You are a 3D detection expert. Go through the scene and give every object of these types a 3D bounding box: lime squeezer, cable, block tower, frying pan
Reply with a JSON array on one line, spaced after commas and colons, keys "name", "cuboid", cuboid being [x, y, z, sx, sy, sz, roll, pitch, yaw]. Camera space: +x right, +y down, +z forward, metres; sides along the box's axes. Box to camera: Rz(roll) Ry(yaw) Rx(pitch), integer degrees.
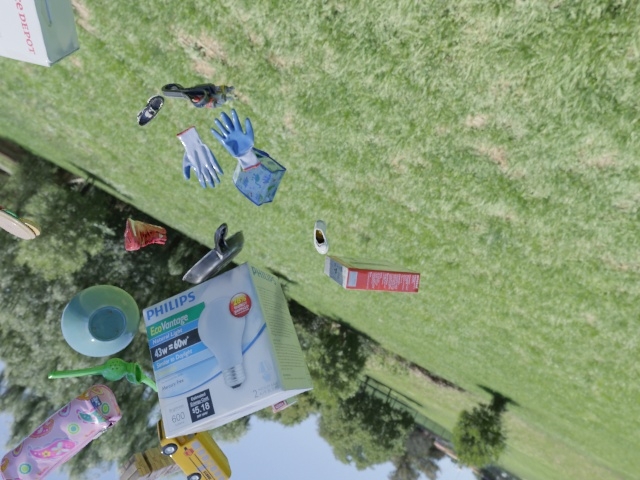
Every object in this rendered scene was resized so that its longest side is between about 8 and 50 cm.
[{"name": "lime squeezer", "cuboid": [-0.520, 0.358, 1.142, 0.310, 0.110, 0.059, 32, -163, -48]}, {"name": "cable", "cuboid": [-0.432, -0.481, 1.480, 0.286, 0.140, 0.072, 6, 141, 27]}, {"name": "block tower", "cuboid": [-0.617, 0.862, 1.708, 0.091, 0.097, 0.335, 47, -171, 25]}, {"name": "frying pan", "cuboid": [-0.232, 0.016, 1.083, 0.053, 0.197, 0.326, 49, 133, -2]}]

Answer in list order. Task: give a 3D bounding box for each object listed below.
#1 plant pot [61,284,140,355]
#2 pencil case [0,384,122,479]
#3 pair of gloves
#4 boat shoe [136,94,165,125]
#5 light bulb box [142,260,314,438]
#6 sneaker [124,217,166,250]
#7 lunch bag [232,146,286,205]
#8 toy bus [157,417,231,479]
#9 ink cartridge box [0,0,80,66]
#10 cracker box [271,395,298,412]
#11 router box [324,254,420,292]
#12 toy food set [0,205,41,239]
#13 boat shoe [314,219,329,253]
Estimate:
[{"name": "plant pot", "cuboid": [-0.848, 0.321, 1.719, 0.290, 0.291, 0.195, 32, 160, -26]}, {"name": "pencil case", "cuboid": [-0.642, 0.492, 1.098, 0.124, 0.284, 0.124, 51, 173, 9]}, {"name": "pair of gloves", "cuboid": [-0.242, -0.212, 1.036, 0.023, 0.198, 0.159, 55, 170, 55]}, {"name": "boat shoe", "cuboid": [-0.525, -0.401, 1.352, 0.125, 0.038, 0.046, -29, 144, 26]}, {"name": "light bulb box", "cuboid": [-0.262, 0.307, 1.241, 0.361, 0.357, 0.225, 69, -170, 22]}, {"name": "sneaker", "cuboid": [-0.551, -0.020, 1.398, 0.127, 0.087, 0.221, 8, -164, -28]}, {"name": "lunch bag", "cuboid": [-0.196, -0.201, 1.335, 0.151, 0.129, 0.096, 37, -151, 17]}, {"name": "toy bus", "cuboid": [-0.448, 0.748, 1.558, 0.108, 0.130, 0.333, 44, 159, 58]}, {"name": "ink cartridge box", "cuboid": [-0.709, -0.530, 0.930, 0.307, 0.129, 0.223, 13, 132, 1]}, {"name": "cracker box", "cuboid": [-0.178, 0.521, 1.656, 0.232, 0.067, 0.156, 60, -178, 18]}, {"name": "router box", "cuboid": [0.201, 0.135, 1.810, 0.300, 0.082, 0.335, 5, -175, -14]}, {"name": "toy food set", "cuboid": [-0.524, -0.031, 0.746, 0.083, 0.020, 0.082, -10, 136, 45]}, {"name": "boat shoe", "cuboid": [0.000, 0.000, 1.012, 0.035, 0.035, 0.100, 9, 136, 10]}]
